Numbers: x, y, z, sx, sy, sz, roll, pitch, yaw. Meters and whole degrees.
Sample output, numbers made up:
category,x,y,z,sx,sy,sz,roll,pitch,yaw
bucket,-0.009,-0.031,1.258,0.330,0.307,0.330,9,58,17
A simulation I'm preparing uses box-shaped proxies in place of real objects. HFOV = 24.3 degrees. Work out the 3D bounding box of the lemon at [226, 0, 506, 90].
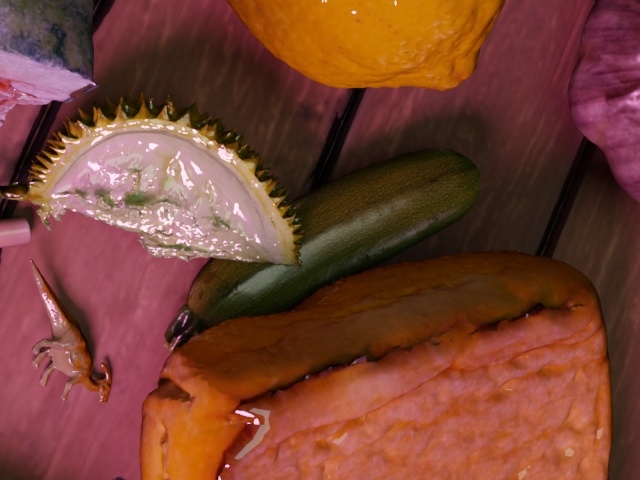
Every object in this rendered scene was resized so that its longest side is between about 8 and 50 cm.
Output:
category,x,y,z,sx,sy,sz,roll,pitch,yaw
lemon,0.023,-0.211,0.924,0.204,0.204,0.260,-29,101,-20

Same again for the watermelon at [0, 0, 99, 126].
category,x,y,z,sx,sy,sz,roll,pitch,yaw
watermelon,-0.255,-0.154,0.855,0.213,0.201,0.262,8,47,-23

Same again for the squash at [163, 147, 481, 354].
category,x,y,z,sx,sy,sz,roll,pitch,yaw
squash,0.000,0.000,0.996,0.252,0.066,0.066,-28,103,-19

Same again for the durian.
category,x,y,z,sx,sy,sz,roll,pitch,yaw
durian,-0.107,-0.043,0.932,0.215,0.086,0.100,14,85,-7

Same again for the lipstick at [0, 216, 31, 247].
category,x,y,z,sx,sy,sz,roll,pitch,yaw
lipstick,-0.228,0.000,0.923,0.094,0.019,0.019,-8,96,-24

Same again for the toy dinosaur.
category,x,y,z,sx,sy,sz,roll,pitch,yaw
toy dinosaur,-0.169,0.065,0.947,0.041,0.026,0.113,-41,117,-24

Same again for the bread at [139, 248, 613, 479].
category,x,y,z,sx,sy,sz,roll,pitch,yaw
bread,0.038,0.186,0.972,0.337,0.148,0.328,-18,112,-29

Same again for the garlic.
category,x,y,z,sx,sy,sz,roll,pitch,yaw
garlic,0.299,-0.124,1.072,0.245,0.160,0.245,2,83,-19
